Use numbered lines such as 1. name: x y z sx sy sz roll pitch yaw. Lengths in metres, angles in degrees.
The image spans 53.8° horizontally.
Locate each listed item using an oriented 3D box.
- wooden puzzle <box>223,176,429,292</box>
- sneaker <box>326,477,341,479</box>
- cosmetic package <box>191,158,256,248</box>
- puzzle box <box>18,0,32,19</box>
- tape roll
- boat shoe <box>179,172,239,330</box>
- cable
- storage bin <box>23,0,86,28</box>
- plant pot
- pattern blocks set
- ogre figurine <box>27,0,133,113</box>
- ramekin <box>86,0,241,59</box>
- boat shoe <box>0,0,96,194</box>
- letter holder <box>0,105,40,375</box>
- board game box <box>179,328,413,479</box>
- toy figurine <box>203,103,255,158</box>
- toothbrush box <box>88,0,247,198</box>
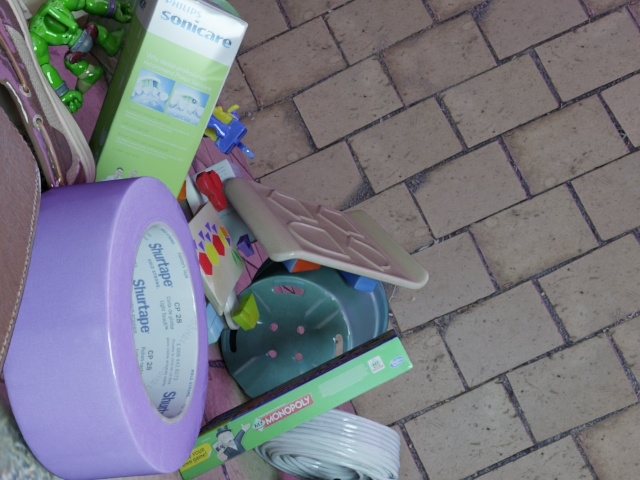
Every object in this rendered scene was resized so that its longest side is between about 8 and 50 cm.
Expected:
1. wooden puzzle: 0.000 0.000 1.266 0.347 0.081 0.322 11 22 -33
2. sneaker: 0.034 0.535 1.037 0.104 0.146 0.296 61 5 -79
3. cosmetic package: -0.222 -0.062 1.391 0.151 0.151 0.184 -61 127 -87
4. puzzle box: -0.470 -0.399 0.652 0.272 0.052 0.409 -111 175 -63
5. tape roll: -0.186 0.080 0.602 0.275 0.090 0.275 -7 90 -85
6. boat shoe: -0.226 0.029 1.140 0.109 0.091 0.305 75 -6 -75
7. cable: 0.015 0.363 1.109 0.257 0.257 0.089 45 49 -38
8. storage bin: -0.460 -0.496 0.979 0.262 0.123 0.260 -111 176 -46
9. plant pot: -0.038 0.176 1.316 0.341 0.341 0.334 65 11 1
10. pattern blocks set: -0.180 0.021 1.044 0.286 0.026 0.325 65 14 -8
11. ogre figurine: -0.359 -0.294 0.914 0.118 0.197 0.097 39 -3 -41
12. ramekin: -0.326 -0.434 1.296 0.303 0.303 0.148 36 73 -85
13. boat shoe: -0.328 -0.156 0.567 0.123 0.123 0.342 -103 171 -63
14. letter holder: -0.226 0.051 0.305 0.302 0.151 0.215 -111 177 -54
15. board game box: -0.027 0.217 0.877 0.046 0.317 0.213 63 2 8
16. toy figurine: -0.228 -0.202 1.209 0.217 0.191 0.362 32 1 -6
17. toothbrush box: -0.229 -0.211 0.896 0.122 0.283 0.206 16 18 -26
